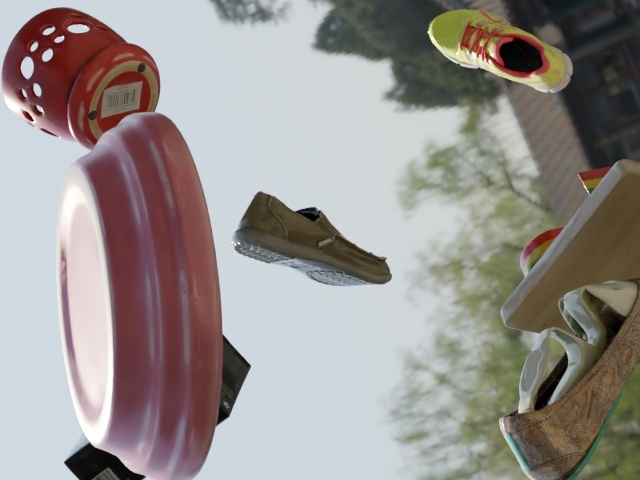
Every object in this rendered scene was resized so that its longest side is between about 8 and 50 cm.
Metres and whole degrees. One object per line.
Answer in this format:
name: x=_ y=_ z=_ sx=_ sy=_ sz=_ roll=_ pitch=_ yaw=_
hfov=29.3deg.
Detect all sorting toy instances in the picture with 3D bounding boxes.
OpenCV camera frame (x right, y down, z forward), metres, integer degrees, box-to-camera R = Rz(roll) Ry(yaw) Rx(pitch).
sorting toy: x=0.375 y=0.007 z=1.471 sx=0.255 sy=0.257 sz=0.089 roll=12 pitch=-140 yaw=-27

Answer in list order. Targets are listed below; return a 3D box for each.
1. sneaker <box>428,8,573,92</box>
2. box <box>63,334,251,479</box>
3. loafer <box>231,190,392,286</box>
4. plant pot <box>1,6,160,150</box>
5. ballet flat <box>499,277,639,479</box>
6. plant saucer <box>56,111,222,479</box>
sneaker: x=0.237 y=-0.265 z=1.651 sx=0.094 sy=0.208 sz=0.081 roll=-4 pitch=-66 yaw=-66
box: x=-0.248 y=0.266 z=1.884 sx=0.103 sy=0.261 sz=0.184 roll=51 pitch=-164 yaw=-7
loafer: x=0.000 y=0.000 z=1.562 sx=0.251 sy=0.094 sz=0.087 roll=21 pitch=-107 yaw=-42
plant pot: x=-0.348 y=-0.230 z=1.816 sx=0.174 sy=0.191 sz=0.191 roll=31 pitch=175 yaw=31
ballet flat: x=0.284 y=0.112 z=1.277 sx=0.106 sy=0.107 sz=0.316 roll=46 pitch=-126 yaw=-7
plant saucer: x=-0.173 y=0.053 z=1.088 sx=0.332 sy=0.084 sz=0.332 roll=177 pitch=90 yaw=-69
